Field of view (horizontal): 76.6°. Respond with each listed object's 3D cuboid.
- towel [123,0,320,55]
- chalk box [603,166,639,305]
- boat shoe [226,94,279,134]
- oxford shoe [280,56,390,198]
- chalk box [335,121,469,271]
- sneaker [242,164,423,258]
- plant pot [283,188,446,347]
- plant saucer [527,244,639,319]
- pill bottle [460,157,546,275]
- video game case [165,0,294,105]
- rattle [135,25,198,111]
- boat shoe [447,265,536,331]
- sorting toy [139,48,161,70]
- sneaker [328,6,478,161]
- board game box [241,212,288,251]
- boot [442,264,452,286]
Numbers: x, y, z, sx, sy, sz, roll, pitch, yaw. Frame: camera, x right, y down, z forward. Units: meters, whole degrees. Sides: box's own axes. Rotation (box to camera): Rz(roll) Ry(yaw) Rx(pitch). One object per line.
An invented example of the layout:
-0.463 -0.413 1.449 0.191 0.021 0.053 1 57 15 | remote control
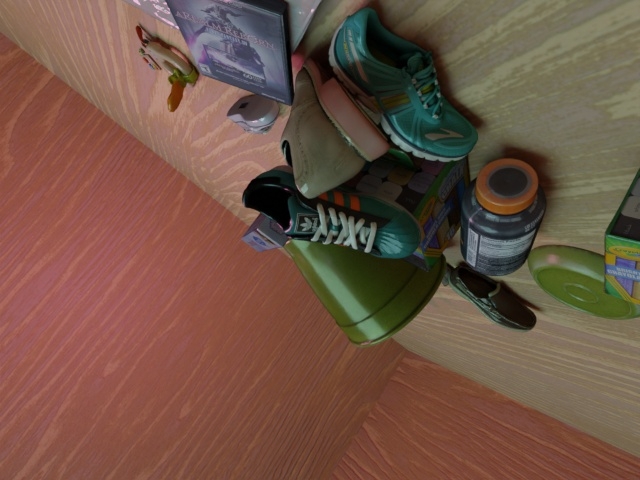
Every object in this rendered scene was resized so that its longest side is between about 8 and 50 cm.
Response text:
-0.178 -0.392 0.616 0.332 0.053 0.317 23 172 -18 | towel
0.440 -0.009 0.487 0.132 0.132 0.213 25 165 42 | chalk box
-0.157 -0.319 1.044 0.084 0.095 0.258 39 178 -35 | boat shoe
-0.015 -0.197 0.677 0.140 0.146 0.396 41 -164 -23 | oxford shoe
0.161 -0.103 0.778 0.180 0.179 0.289 29 165 32 | chalk box
0.010 -0.032 0.664 0.303 0.121 0.108 22 122 18 | sneaker
0.089 0.043 1.141 0.353 0.366 0.366 44 166 -9 | plant pot
0.539 0.095 0.831 0.241 0.037 0.241 34 167 9 | plant saucer
0.315 -0.038 0.714 0.131 0.130 0.245 29 165 28 | pill bottle
-0.143 -0.330 0.688 0.196 0.026 0.274 20 174 1 | video game case
-0.458 -0.475 1.132 0.200 0.142 0.130 33 -173 -19 | rattle
0.473 0.159 1.118 0.258 0.095 0.095 31 161 19 | boat shoe
-0.547 -0.571 1.281 0.062 0.012 0.083 25 164 40 | sorting toy
0.131 -0.221 0.602 0.275 0.107 0.110 38 158 -10 | sneaker
-0.051 -0.121 0.939 0.066 0.317 0.319 37 168 -12 | board game box
0.381 0.100 1.274 0.087 0.042 0.118 41 167 6 | boot
